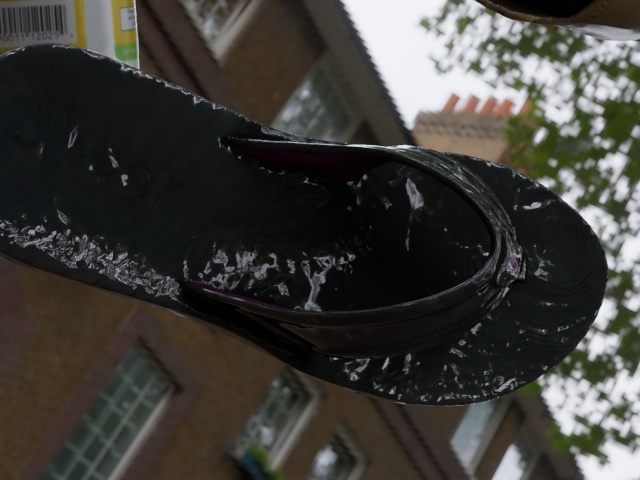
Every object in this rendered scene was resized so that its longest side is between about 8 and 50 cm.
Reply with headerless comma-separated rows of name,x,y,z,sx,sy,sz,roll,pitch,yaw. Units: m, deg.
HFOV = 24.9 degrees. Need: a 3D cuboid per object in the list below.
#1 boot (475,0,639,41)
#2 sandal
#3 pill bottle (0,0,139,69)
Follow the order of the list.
boot,0.038,-0.195,0.575,0.305,0.115,0.112,51,-49,22
sandal,-0.002,0.002,0.872,0.446,0.167,0.107,13,-8,-24
pill bottle,-0.197,-0.225,0.971,0.136,0.136,0.245,7,-75,40
